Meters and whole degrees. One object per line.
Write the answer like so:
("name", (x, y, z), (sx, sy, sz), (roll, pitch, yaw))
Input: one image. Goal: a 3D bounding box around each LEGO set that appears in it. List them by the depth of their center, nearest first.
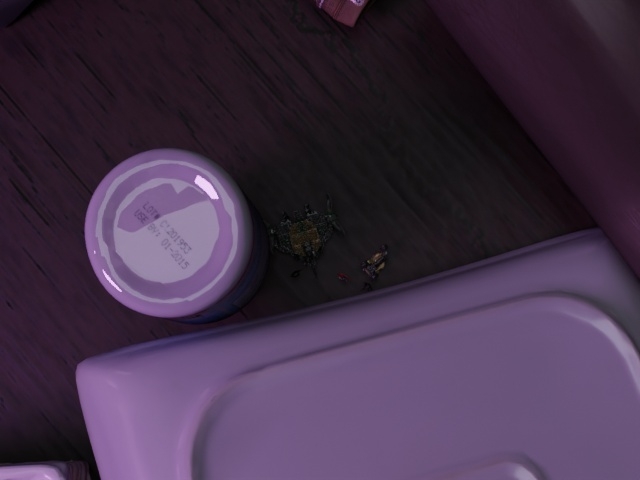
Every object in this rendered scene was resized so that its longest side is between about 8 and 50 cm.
("LEGO set", (0.000, 0.003, 0.775), (0.083, 0.023, 0.054), (41, 89, -7))

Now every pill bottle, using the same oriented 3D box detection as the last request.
("pill bottle", (-0.074, 0.003, 0.704), (0.087, 0.160, 0.087), (0, 84, 2))

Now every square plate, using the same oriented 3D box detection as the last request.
("square plate", (0.080, 0.175, 0.663), (0.347, 0.049, 0.344), (-14, 71, -15))

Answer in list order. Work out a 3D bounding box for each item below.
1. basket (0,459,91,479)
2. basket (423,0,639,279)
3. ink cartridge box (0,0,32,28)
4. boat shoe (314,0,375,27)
("basket", (-0.212, 0.187, 0.720), (0.167, 0.103, 0.113), (-6, 84, 2))
("basket", (0.183, -0.102, 0.711), (0.204, 0.154, 0.227), (-32, 90, -36))
("ink cartridge box", (-0.270, -0.282, 0.736), (0.130, 0.272, 0.309), (-35, 82, 29))
("boat shoe", (0.066, -0.205, 0.774), (0.183, 0.066, 0.066), (-41, 89, 8))
